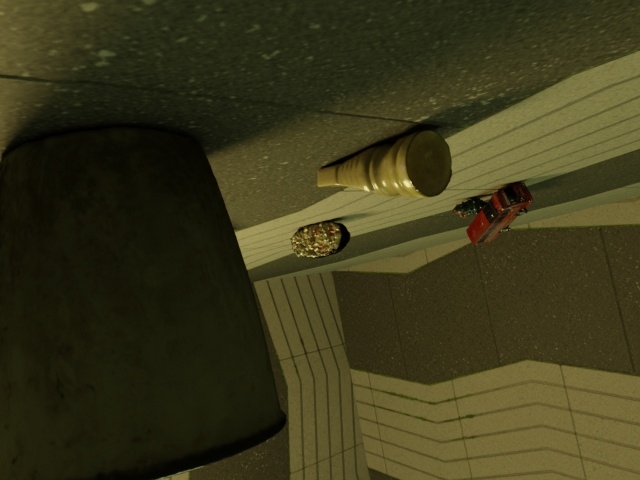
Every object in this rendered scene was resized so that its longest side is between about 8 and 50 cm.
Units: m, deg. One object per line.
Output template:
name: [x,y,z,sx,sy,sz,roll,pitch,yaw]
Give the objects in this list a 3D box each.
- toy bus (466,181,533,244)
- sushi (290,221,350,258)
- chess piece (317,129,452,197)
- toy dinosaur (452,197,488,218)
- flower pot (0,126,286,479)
toy bus: [0.458,-0.065,1.466,0.096,0.074,0.235,-18,159,-13]
sushi: [0.000,0.000,1.462,0.150,0.091,0.078,-11,170,27]
chess piece: [0.083,-0.099,0.811,0.090,0.090,0.200,-6,-177,-37]
toy dinosaur: [0.414,-0.091,1.518,0.154,0.049,0.055,-11,165,-21]
flower pot: [-0.203,0.067,0.614,0.293,0.331,0.293,-8,174,-1]
